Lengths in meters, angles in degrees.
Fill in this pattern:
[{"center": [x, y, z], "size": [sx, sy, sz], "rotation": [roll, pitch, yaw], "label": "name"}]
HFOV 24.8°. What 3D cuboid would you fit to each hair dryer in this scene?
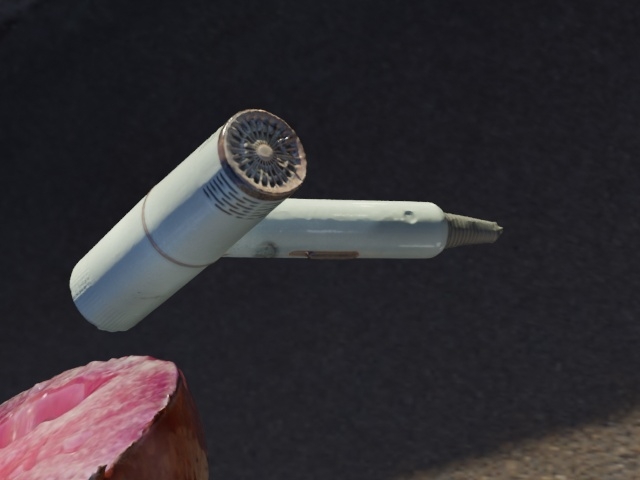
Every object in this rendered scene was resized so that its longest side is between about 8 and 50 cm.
[{"center": [-0.003, 0.003, 0.674], "size": [0.155, 0.183, 0.044], "rotation": [-34, 56, 49], "label": "hair dryer"}]

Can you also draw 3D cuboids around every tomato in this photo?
[{"center": [-0.187, 0.227, 0.936], "size": [0.290, 0.335, 0.176], "rotation": [-26, 103, 29], "label": "tomato"}]
